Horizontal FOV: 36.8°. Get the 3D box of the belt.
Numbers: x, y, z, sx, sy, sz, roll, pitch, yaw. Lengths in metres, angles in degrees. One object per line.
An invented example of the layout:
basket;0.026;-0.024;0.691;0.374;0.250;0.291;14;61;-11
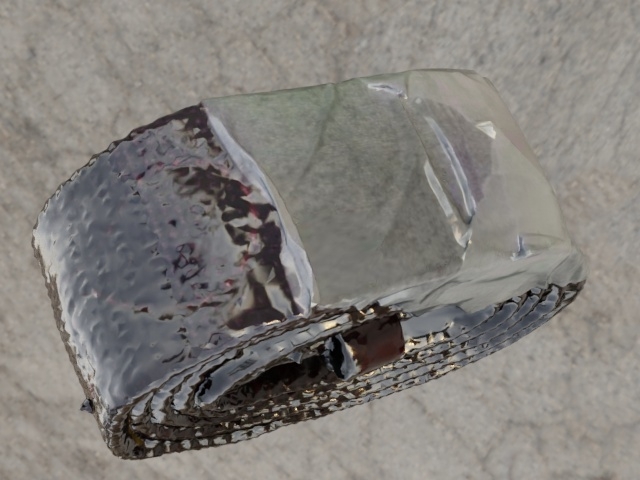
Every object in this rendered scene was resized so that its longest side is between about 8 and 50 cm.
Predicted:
belt;0.000;0.000;0.514;0.164;0.289;0.184;64;150;25
